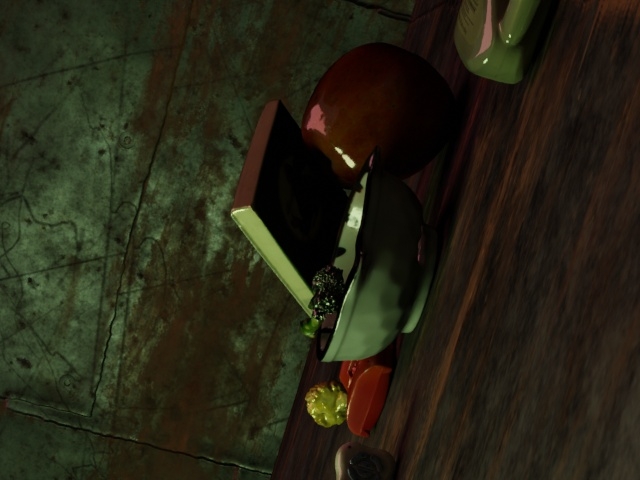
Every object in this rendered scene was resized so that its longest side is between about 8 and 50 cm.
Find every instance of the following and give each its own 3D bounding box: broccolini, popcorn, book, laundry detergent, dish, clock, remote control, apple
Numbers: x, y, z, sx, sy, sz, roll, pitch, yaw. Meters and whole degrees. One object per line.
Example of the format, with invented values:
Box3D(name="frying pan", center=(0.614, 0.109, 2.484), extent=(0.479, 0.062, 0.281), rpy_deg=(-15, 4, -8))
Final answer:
Box3D(name="broccolini", center=(-0.011, 0.087, 1.862), extent=(0.071, 0.057, 0.254), rpy_deg=(-33, -6, -17))
Box3D(name="popcorn", center=(0.019, 0.264, 2.401), extent=(0.084, 0.084, 0.084), rpy_deg=(-164, 90, -87))
Box3D(name="book", center=(0.000, 0.000, 2.163), extent=(0.371, 0.043, 0.260), rpy_deg=(54, -149, -31))
Box3D(name="laundry detergent", center=(0.221, -0.308, 1.538), extent=(0.181, 0.091, 0.253), rpy_deg=(-81, 8, -59))
Box3D(name="dish", center=(0.083, 0.038, 1.920), extent=(0.303, 0.120, 0.303), rpy_deg=(-166, 90, -84))
Box3D(name="clock", center=(0.064, 0.198, 2.052), extent=(0.155, 0.061, 0.113), rpy_deg=(-89, 16, -72))
Box3D(name="remote control", center=(0.044, 0.299, 1.683), extent=(0.032, 0.074, 0.122), rpy_deg=(106, 178, -64))
Box3D(name="apple", center=(0.082, -0.181, 2.144), extent=(0.234, 0.234, 0.234), rpy_deg=(-164, 90, -87))
